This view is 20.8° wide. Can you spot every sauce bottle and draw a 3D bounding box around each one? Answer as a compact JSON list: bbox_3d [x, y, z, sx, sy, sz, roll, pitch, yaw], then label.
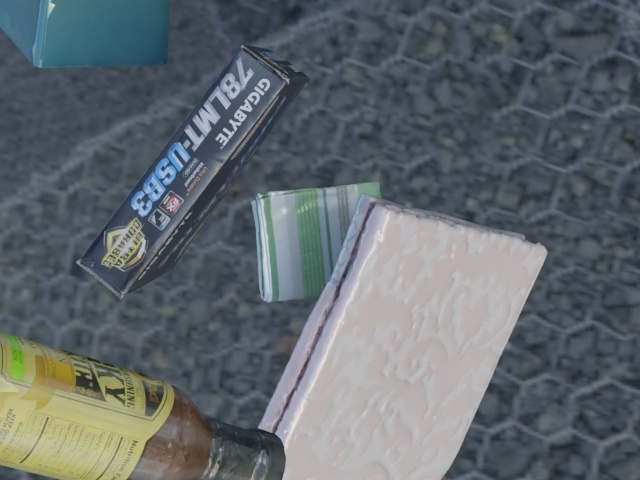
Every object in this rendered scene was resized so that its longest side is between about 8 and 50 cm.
[{"bbox_3d":[-0.189,0.164,1.530,0.111,0.344,0.111,-31,50,44],"label":"sauce bottle"}]

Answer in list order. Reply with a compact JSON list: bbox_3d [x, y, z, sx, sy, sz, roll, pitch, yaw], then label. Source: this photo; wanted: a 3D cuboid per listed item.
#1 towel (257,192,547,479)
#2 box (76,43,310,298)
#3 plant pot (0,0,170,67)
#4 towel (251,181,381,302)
[{"bbox_3d":[0.082,0.120,1.825,0.053,0.332,0.317,29,99,36],"label":"towel"},{"bbox_3d":[-0.133,-0.083,1.939,0.073,0.293,0.295,37,96,-1],"label":"box"},{"bbox_3d":[-0.269,-0.341,2.025,0.166,0.165,0.234,44,131,51],"label":"plant pot"},{"bbox_3d":[0.000,0.000,1.801,0.023,0.152,0.113,6,101,57],"label":"towel"}]
